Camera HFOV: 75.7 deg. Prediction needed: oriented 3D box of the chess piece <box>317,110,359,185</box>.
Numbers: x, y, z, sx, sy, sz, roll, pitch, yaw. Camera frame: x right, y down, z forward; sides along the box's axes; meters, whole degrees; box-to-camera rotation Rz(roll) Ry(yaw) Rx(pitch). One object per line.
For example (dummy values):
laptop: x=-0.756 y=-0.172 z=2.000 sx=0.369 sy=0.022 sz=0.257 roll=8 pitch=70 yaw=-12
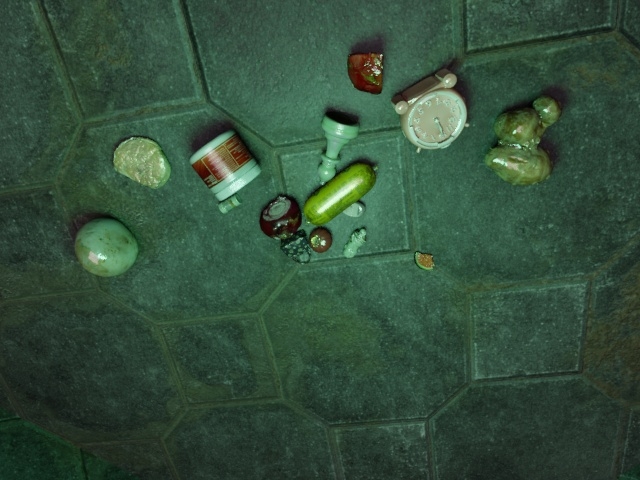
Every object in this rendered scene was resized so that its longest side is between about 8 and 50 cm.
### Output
chess piece: x=0.041 y=-0.321 z=1.510 sx=0.139 sy=0.139 sz=0.272 roll=17 pitch=124 yaw=-4

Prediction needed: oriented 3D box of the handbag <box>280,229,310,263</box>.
handbag: x=-0.088 y=0.042 z=1.688 sx=0.115 sy=0.072 sz=0.139 roll=-25 pitch=113 yaw=12

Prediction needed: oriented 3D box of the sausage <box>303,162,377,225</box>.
sausage: x=0.072 y=-0.176 z=1.551 sx=0.347 sy=0.123 sz=0.123 roll=-37 pitch=106 yaw=12

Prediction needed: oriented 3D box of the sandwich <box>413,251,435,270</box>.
sandwich: x=0.429 y=0.085 z=1.697 sx=0.101 sy=0.026 sz=0.069 roll=14 pitch=109 yaw=-5

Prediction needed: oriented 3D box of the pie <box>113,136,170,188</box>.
pie: x=-0.685 y=-0.305 z=1.590 sx=0.218 sy=0.052 sz=0.185 roll=28 pitch=113 yaw=-6

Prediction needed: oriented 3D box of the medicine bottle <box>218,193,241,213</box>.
medicine bottle: x=-0.359 y=-0.146 z=1.639 sx=0.083 sy=0.047 sz=0.047 roll=-28 pitch=108 yaw=14

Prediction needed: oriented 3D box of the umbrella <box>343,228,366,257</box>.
umbrella: x=0.140 y=0.010 z=1.665 sx=0.067 sy=0.062 sz=0.143 roll=45 pitch=119 yaw=19

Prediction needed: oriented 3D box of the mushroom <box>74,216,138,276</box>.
mushroom: x=-0.880 y=0.037 z=1.670 sx=0.243 sy=0.243 sz=0.244 roll=1 pitch=113 yaw=3

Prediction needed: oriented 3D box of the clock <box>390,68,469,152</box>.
clock: x=0.389 y=-0.433 z=1.430 sx=0.227 sy=0.142 sz=0.241 roll=-27 pitch=118 yaw=15

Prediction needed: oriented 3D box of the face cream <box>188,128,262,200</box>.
face cream: x=-0.346 y=-0.276 z=1.499 sx=0.201 sy=0.201 sz=0.187 roll=-31 pitch=108 yaw=15

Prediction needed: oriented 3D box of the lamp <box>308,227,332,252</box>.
lamp: x=0.000 y=0.000 z=1.654 sx=0.101 sy=0.090 sz=0.101 roll=2 pitch=94 yaw=32

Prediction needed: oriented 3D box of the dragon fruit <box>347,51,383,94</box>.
dragon fruit: x=0.153 y=-0.559 z=1.378 sx=0.120 sy=0.161 sz=0.127 roll=-3 pitch=102 yaw=3

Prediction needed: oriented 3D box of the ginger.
ginger: x=0.703 y=-0.346 z=1.426 sx=0.244 sy=0.155 sz=0.304 roll=3 pitch=114 yaw=4

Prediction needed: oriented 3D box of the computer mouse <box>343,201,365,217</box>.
computer mouse: x=0.130 y=-0.127 z=1.619 sx=0.096 sy=0.039 sz=0.066 roll=18 pitch=113 yaw=16

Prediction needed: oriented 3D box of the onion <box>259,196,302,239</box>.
onion: x=-0.141 y=-0.057 z=1.590 sx=0.173 sy=0.198 sz=0.135 roll=-30 pitch=138 yaw=12
